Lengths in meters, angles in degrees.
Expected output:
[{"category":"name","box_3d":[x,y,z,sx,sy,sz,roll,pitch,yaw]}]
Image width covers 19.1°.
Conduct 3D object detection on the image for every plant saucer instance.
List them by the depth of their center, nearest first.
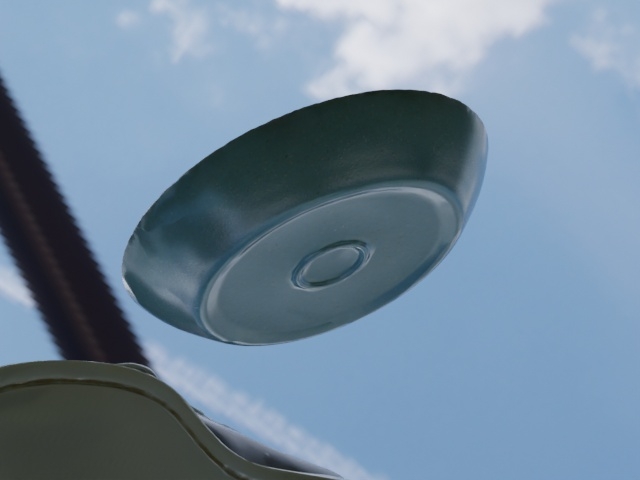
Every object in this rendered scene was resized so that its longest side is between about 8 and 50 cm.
[{"category":"plant saucer","box_3d":[0.000,0.000,0.573,0.119,0.119,0.021,0,-126,-40]}]

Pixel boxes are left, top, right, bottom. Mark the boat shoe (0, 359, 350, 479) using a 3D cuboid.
[{"category":"boat shoe","box_3d":[-0.067,0.098,0.734,0.254,0.079,0.095,20,-97,-49]}]
